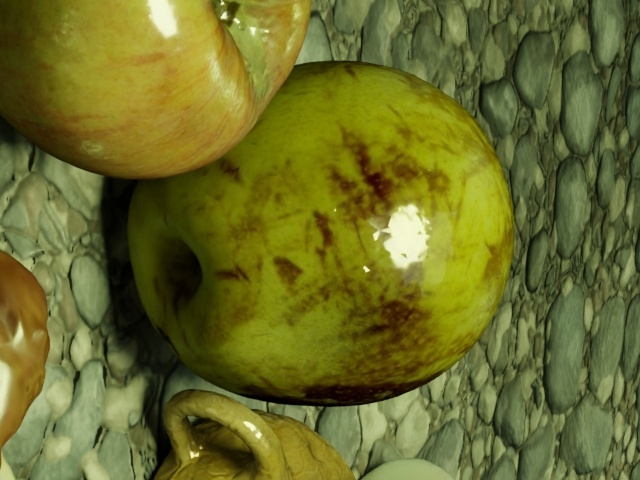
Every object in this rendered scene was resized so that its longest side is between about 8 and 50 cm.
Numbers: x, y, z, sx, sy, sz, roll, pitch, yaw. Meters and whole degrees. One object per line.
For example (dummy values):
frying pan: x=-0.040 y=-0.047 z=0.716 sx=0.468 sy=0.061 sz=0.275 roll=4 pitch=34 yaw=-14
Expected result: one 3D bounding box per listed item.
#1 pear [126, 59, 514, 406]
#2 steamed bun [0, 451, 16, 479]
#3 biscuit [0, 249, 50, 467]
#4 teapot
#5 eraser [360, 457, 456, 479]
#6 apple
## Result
pear: x=0.000 y=0.000 z=1.386 sx=0.283 sy=0.284 sz=0.283 roll=-22 pitch=116 yaw=-55
steamed bun: x=-0.261 y=0.198 z=1.139 sx=0.177 sy=0.131 sz=0.228 roll=42 pitch=64 yaw=-54
biscuit: x=-0.329 y=0.067 z=0.809 sx=0.395 sy=0.166 sz=0.342 roll=35 pitch=65 yaw=-22
teapot: x=-0.034 y=0.233 z=1.487 sx=0.203 sy=0.167 sz=0.311 roll=-52 pitch=138 yaw=-38
eraser: x=0.090 y=0.344 z=1.686 sx=0.331 sy=0.331 sz=0.150 roll=-52 pitch=137 yaw=-40
apple: x=-0.121 y=-0.159 z=1.219 sx=0.261 sy=0.194 sz=0.260 roll=-28 pitch=124 yaw=-54
